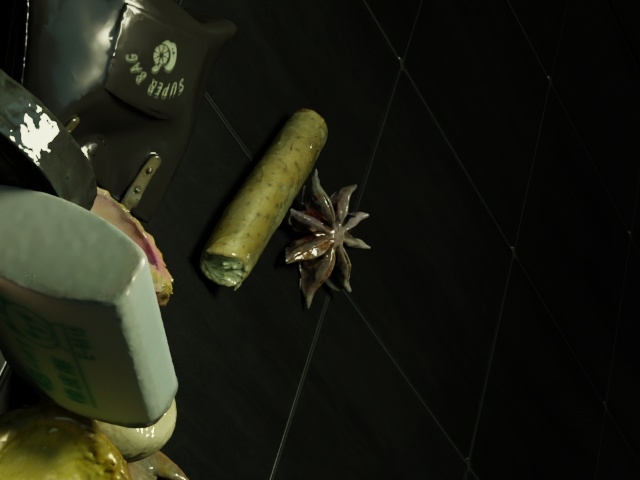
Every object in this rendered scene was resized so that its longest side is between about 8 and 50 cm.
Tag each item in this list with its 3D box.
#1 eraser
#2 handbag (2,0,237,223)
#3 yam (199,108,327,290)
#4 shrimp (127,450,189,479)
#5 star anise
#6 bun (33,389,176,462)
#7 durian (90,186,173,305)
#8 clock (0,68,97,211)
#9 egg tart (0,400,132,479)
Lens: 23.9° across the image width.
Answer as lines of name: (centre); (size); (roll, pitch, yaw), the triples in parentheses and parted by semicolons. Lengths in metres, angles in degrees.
eraser: (-0.242, 0.070, 1.472); (0.104, 0.189, 0.290); (-58, 164, -24)
handbag: (-0.255, -0.188, 1.807); (0.342, 0.152, 0.288); (25, 76, -54)
yam: (-0.073, -0.070, 2.134); (0.083, 0.083, 0.371); (62, 34, -27)
shrimp: (-0.178, 0.328, 1.837); (0.254, 0.059, 0.145); (39, 24, -40)
star anise: (0.000, 0.000, 2.237); (0.180, 0.061, 0.204); (-57, 136, -25)
bun: (-0.253, 0.177, 1.724); (0.188, 0.111, 0.164); (28, 41, -49)
durian: (-0.275, 0.007, 1.694); (0.260, 0.153, 0.186); (46, 35, -55)
clock: (-0.342, -0.094, 1.458); (0.055, 0.280, 0.280); (-58, 132, -25)
egg tart: (-0.304, 0.312, 1.572); (0.294, 0.123, 0.294); (24, 60, -51)
